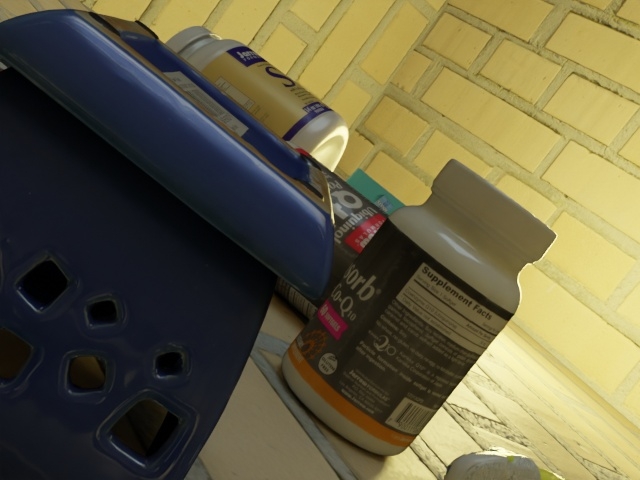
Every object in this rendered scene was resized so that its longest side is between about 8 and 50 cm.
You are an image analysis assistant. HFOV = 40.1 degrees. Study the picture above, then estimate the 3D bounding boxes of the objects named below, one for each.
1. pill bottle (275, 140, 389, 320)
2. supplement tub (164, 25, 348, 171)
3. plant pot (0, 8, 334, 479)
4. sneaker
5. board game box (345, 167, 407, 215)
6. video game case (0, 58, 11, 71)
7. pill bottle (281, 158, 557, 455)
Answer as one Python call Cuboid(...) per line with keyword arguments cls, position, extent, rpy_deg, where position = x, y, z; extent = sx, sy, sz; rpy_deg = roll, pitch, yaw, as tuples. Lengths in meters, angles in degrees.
Cuboid(cls="pill bottle", position=(0.022, 0.023, 1.169), extent=(0.319, 0.176, 0.176), rpy_deg=(39, 8, 18))
Cuboid(cls="supplement tub", position=(-0.143, -0.209, 1.577), extent=(0.331, 0.241, 0.241), rpy_deg=(38, 8, 12))
Cuboid(cls="plant pot", position=(-0.123, 0.000, 0.517), extent=(0.236, 0.212, 0.236), rpy_deg=(39, 9, -7))
Cuboid(cls="sneaker", position=(0.182, 0.259, 0.907), extent=(0.240, 0.091, 0.126), rpy_deg=(30, -8, -36))
Cuboid(cls="board game box", position=(0.163, 0.048, 1.602), extent=(0.336, 0.079, 0.253), rpy_deg=(39, -19, 13))
Cuboid(cls="video game case", position=(-0.406, -0.203, 1.140), extent=(0.210, 0.041, 0.232), rpy_deg=(36, 8, -17))
Cuboid(cls="pill bottle", position=(0.100, 0.066, 0.888), extent=(0.162, 0.278, 0.162), rpy_deg=(36, 7, -5))
